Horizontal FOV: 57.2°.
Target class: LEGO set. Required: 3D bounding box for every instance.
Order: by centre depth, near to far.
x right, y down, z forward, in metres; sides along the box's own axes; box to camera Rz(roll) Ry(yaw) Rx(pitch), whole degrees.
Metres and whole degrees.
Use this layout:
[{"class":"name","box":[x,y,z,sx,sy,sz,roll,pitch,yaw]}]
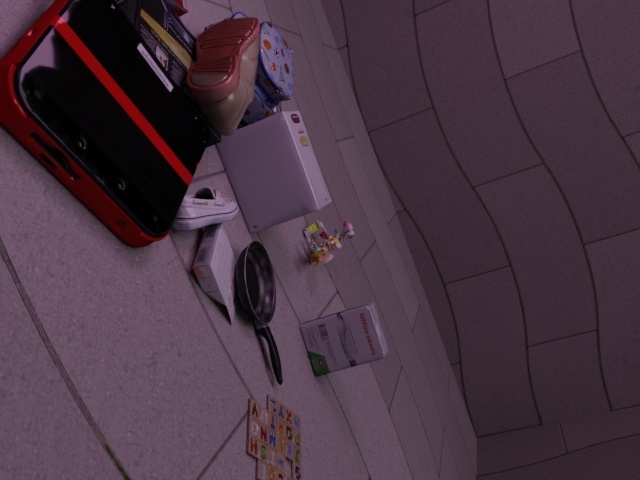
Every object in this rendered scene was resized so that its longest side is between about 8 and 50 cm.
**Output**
[{"class":"LEGO set","box":[0.000,0.000,1.852,0.107,0.132,0.287,61,26,-5]}]

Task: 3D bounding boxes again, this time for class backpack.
[{"class":"backpack","box":[-0.201,-0.478,1.607,0.263,0.213,0.277,30,47,-49]}]

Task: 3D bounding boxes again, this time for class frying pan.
[{"class":"frying pan","box":[-0.135,0.158,1.410,0.197,0.053,0.326,-68,146,-65]}]

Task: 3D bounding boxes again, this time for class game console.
[{"class":"game console","box":[-0.355,-0.216,1.033,0.387,0.060,0.342,56,33,-41]}]

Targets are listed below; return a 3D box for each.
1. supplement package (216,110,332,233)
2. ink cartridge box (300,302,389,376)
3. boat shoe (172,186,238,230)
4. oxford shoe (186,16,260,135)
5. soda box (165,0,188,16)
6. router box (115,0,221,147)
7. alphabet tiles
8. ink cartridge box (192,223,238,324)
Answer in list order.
[{"class":"supplement package","box":[-0.118,-0.181,1.534,0.145,0.203,0.262,-41,112,-70]},{"class":"ink cartridge box","box":[0.069,0.273,1.633,0.087,0.208,0.153,-7,80,-72]},{"class":"boat shoe","box":[-0.237,-0.078,1.259,0.226,0.083,0.076,-40,136,-70]},{"class":"oxford shoe","box":[-0.213,-0.394,1.364,0.397,0.140,0.147,-79,162,-45]},{"class":"soda box","box":[-0.389,-0.642,1.372,0.083,0.092,0.264,23,52,-66]},{"class":"router box","box":[-0.333,-0.384,1.304,0.309,0.080,0.243,48,30,-51]},{"class":"alphabet tiles","box":[-0.098,0.449,1.304,0.237,0.009,0.198,53,26,-45]},{"class":"ink cartridge box","box":[-0.222,0.073,1.288,0.145,0.045,0.179,-86,169,-51]}]
